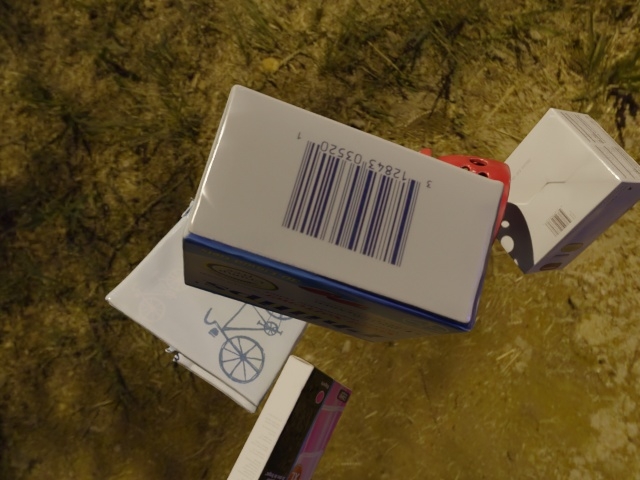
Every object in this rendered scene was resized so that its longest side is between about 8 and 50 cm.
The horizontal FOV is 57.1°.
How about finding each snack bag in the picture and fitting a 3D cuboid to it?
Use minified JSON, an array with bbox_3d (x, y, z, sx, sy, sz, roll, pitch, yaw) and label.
[{"bbox_3d":[-0.185,0.106,1.122,0.342,0.323,0.037,34,140,-2],"label":"snack bag"}]

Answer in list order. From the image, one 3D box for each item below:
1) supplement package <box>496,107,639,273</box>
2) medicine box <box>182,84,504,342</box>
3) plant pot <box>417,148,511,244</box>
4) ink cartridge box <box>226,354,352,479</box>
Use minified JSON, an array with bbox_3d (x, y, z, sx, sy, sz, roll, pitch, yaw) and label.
[{"bbox_3d":[0.474,-0.093,1.180,0.262,0.145,0.204,-57,51,38],"label":"supplement package"},{"bbox_3d":[0.000,0.000,0.634,0.263,0.289,0.149,18,74,-8],"label":"medicine box"},{"bbox_3d":[0.240,-0.070,1.100,0.174,0.191,0.191,13,100,2],"label":"plant pot"},{"bbox_3d":[-0.078,0.402,1.045,0.069,0.176,0.371,21,75,35],"label":"ink cartridge box"}]
